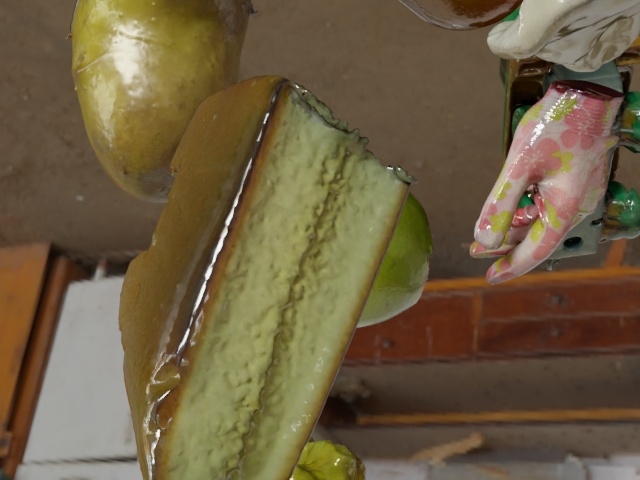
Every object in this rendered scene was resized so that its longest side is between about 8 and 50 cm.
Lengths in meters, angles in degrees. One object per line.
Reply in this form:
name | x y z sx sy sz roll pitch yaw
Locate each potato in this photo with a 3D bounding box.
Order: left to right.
potato | -0.221 -0.250 1.680 0.290 0.295 0.397 7 141 -29

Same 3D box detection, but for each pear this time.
pear | 0.000 0.000 1.172 0.220 0.187 0.187 6 152 -11

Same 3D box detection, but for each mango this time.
mango | 0.136 -0.302 1.164 0.151 0.120 0.221 -43 142 21

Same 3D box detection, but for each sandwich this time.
sandwich | -0.046 0.037 0.652 0.122 0.235 0.128 27 168 -23

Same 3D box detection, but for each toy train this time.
toy train | 0.323 -0.146 1.520 0.178 0.249 0.429 -8 134 -3

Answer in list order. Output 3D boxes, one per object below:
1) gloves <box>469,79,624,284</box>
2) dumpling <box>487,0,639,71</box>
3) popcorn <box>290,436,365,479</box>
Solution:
gloves | 0.247 -0.054 1.221 0.126 0.145 0.241 16 109 8
dumpling | 0.193 -0.254 0.673 0.187 0.318 0.243 12 -176 29
popcorn | -0.020 0.277 1.039 0.198 0.155 0.197 -30 175 -3
